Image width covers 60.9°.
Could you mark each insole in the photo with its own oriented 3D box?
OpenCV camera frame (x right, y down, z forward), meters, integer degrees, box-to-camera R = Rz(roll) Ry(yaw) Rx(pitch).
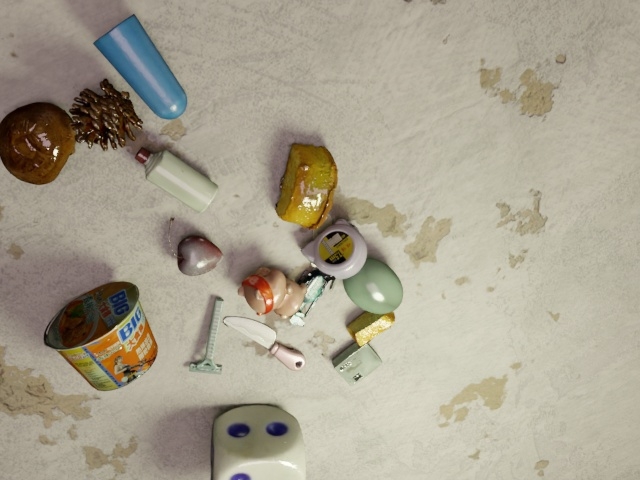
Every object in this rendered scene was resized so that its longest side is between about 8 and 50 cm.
[{"bbox_3d":[0.000,0.000,1.798,0.063,0.010,0.192,4,109,-14],"label":"insole"}]

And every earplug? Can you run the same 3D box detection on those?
[{"bbox_3d":[-0.466,-0.449,1.468,0.132,0.132,0.273,-34,117,2],"label":"earplug"}]

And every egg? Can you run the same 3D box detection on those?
[{"bbox_3d":[0.177,0.153,1.808,0.230,0.168,0.168,37,99,-22],"label":"egg"}]

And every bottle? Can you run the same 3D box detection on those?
[{"bbox_3d":[-0.424,-0.185,1.584,0.245,0.104,0.104,35,100,-22],"label":"bottle"}]

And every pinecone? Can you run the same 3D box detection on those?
[{"bbox_3d":[-0.577,-0.327,1.459,0.179,0.150,0.195,49,54,-14],"label":"pinecone"}]

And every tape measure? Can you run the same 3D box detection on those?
[{"bbox_3d":[0.057,0.042,1.737,0.196,0.178,0.105,-35,152,2],"label":"tape measure"}]

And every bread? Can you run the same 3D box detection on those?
[{"bbox_3d":[-0.034,-0.155,1.660,0.160,0.147,0.261,13,107,-19],"label":"bread"},{"bbox_3d":[0.181,0.286,1.897,0.187,0.103,0.065,-32,112,6],"label":"bread"}]

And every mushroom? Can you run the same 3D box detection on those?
[{"bbox_3d":[-0.771,-0.260,1.460,0.194,0.138,0.232,23,104,-19],"label":"mushroom"}]

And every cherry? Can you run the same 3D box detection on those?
[{"bbox_3d":[-0.375,0.019,1.670,0.147,0.115,0.188,7,104,5],"label":"cherry"}]

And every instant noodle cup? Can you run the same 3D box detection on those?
[{"bbox_3d":[-0.635,0.296,1.638,0.296,0.296,0.214,-22,121,-4],"label":"instant noodle cup"}]

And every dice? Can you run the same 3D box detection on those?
[{"bbox_3d":[-0.223,0.760,1.877,0.304,0.304,0.277,1,110,-13],"label":"dice"}]

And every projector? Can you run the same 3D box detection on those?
[{"bbox_3d":[0.132,0.437,1.965,0.147,0.061,0.115,-37,112,3],"label":"projector"}]

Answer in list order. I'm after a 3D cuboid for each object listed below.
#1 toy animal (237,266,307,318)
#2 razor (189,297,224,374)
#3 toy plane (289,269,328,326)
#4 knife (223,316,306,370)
[{"bbox_3d":[-0.159,0.168,1.746,0.197,0.171,0.171,22,105,-37],"label":"toy animal"},{"bbox_3d":[-0.361,0.325,1.817,0.110,0.056,0.278,10,108,-14],"label":"razor"},{"bbox_3d":[-0.041,0.183,1.837,0.096,0.060,0.235,27,99,-34],"label":"toy plane"},{"bbox_3d":[-0.182,0.345,1.875,0.336,0.043,0.081,38,93,-20],"label":"knife"}]
